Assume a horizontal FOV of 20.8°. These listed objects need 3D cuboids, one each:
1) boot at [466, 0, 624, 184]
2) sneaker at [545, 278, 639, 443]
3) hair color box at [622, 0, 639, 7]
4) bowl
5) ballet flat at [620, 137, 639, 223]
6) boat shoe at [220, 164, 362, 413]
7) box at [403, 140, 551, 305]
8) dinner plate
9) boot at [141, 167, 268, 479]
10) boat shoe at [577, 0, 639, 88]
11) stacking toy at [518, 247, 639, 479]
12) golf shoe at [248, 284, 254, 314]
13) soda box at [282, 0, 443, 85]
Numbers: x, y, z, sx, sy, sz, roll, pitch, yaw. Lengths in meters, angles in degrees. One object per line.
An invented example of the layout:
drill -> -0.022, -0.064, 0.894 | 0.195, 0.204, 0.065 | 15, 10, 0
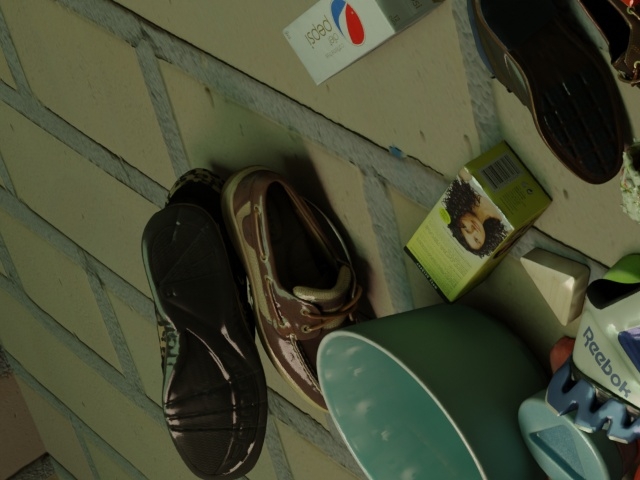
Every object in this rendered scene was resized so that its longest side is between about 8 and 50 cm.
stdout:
boot -> 0.203, -0.155, 1.582 | 0.219, 0.082, 0.106 | 59, 179, -17
sneaker -> 0.345, 0.103, 1.507 | 0.315, 0.127, 0.182 | 18, 113, 32
hair color box -> 0.216, -0.264, 1.354 | 0.167, 0.093, 0.053 | 43, 153, 27
bowl -> 0.155, 0.193, 1.982 | 0.311, 0.163, 0.312 | 44, 155, 27
ballet flat -> 0.328, -0.039, 1.434 | 0.241, 0.091, 0.077 | 13, 129, 55
boat shoe -> -0.014, 0.067, 2.170 | 0.123, 0.123, 0.342 | 5, 118, 63
box -> 0.161, -0.014, 1.834 | 0.087, 0.058, 0.232 | 52, 157, 11
dinner plate -> 0.000, 0.000, 2.222 | 0.141, 0.017, 0.141 | 43, 153, 28
boot -> -0.147, 0.098, 2.307 | 0.284, 0.138, 0.378 | -89, -13, -72
boat shoe -> 0.262, -0.162, 1.425 | 0.207, 0.073, 0.073 | 55, 156, 0
stacking toy -> 0.283, 0.160, 1.727 | 0.309, 0.130, 0.280 | 9, 129, 60
golf shoe -> -0.049, 0.090, 2.361 | 0.094, 0.077, 0.198 | 61, 156, -10
soda box -> 0.040, -0.228, 1.780 | 0.074, 0.069, 0.216 | 58, 158, -4
